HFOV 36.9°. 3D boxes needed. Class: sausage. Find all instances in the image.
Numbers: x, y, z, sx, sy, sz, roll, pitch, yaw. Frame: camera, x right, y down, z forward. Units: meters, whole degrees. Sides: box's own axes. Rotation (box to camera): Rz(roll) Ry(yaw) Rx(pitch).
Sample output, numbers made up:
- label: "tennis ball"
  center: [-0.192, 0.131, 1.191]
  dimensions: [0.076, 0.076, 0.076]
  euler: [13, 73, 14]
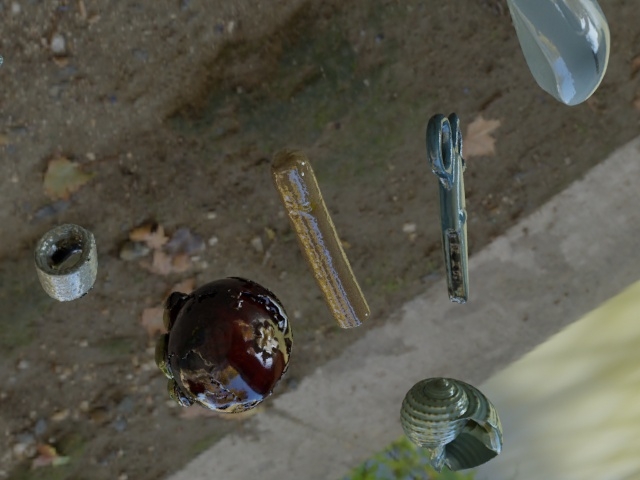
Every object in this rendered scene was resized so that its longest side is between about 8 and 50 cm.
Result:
- label: "sausage"
  center: [-0.001, 0.000, 1.365]
  dimensions: [0.065, 0.066, 0.301]
  euler: [-19, 121, 3]

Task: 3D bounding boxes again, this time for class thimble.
- label: "thimble"
  center: [-0.443, 0.039, 1.678]
  dimensions: [0.102, 0.115, 0.090]
  euler: [29, 147, 15]

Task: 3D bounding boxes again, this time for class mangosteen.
- label: "mangosteen"
  center: [-0.126, 0.129, 1.178]
  dimensions: [0.180, 0.166, 0.166]
  euler: [-12, 143, 30]

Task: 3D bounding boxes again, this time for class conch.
- label: "conch"
  center: [0.224, 0.311, 1.679]
  dimensions: [0.172, 0.131, 0.200]
  euler: [-4, 141, 0]

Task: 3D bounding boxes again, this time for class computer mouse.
- label: "computer mouse"
  center: [0.341, -0.297, 1.341]
  dimensions: [0.128, 0.079, 0.231]
  euler: [-45, 123, -20]

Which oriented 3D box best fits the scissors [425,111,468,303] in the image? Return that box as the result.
- label: "scissors"
  center: [0.198, -0.047, 1.446]
  dimensions: [0.041, 0.289, 0.138]
  euler: [-4, -175, 25]

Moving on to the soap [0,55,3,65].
- label: "soap"
  center: [-0.538, -0.243, 1.405]
  dimensions: [0.149, 0.100, 0.056]
  euler: [-39, 169, -48]
